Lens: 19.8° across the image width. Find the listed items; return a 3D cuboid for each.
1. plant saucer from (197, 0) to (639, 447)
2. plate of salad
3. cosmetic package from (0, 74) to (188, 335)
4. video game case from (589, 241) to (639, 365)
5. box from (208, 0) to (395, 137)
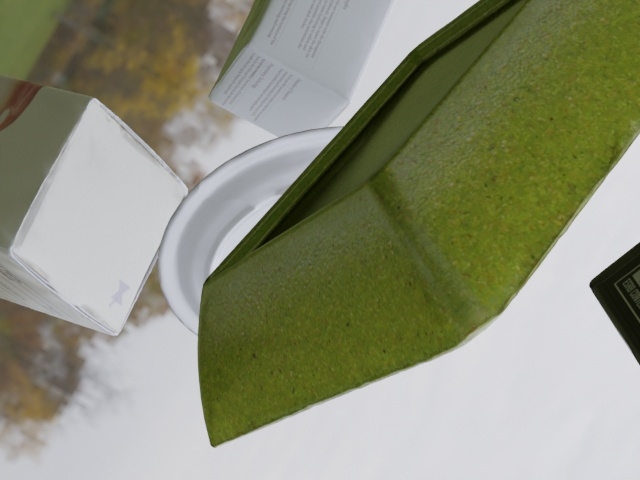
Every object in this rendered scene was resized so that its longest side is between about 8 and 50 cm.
[{"bbox_3d":[0.039,-0.028,0.589,0.188,0.045,0.188,-50,-171,-28],"label":"plant saucer"},{"bbox_3d":[0.000,0.000,1.109,0.200,0.199,0.048,-53,-146,35],"label":"plate of salad"},{"bbox_3d":[-0.268,-0.047,1.348,0.129,0.296,0.153,-64,148,-15],"label":"cosmetic package"},{"bbox_3d":[0.241,0.015,0.638,0.248,0.035,0.275,-40,-150,10],"label":"video game case"},{"bbox_3d":[-0.014,-0.141,1.343,0.101,0.087,0.102,-67,-170,-27],"label":"box"}]
